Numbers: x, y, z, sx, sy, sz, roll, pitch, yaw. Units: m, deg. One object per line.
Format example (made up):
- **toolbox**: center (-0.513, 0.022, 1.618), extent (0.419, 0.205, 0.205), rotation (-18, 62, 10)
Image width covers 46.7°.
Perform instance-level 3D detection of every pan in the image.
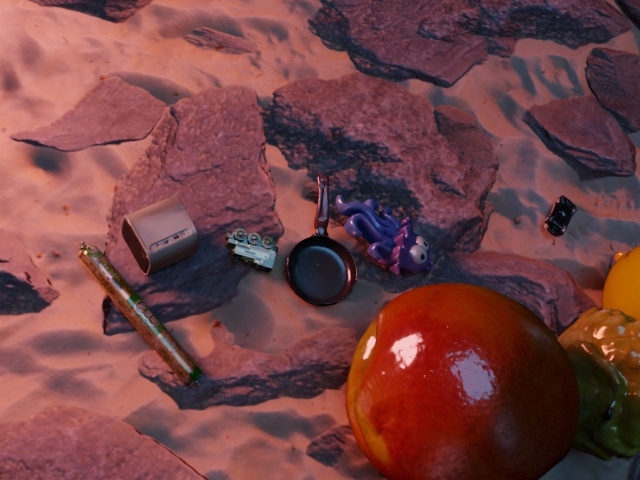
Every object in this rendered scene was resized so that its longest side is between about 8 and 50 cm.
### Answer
- **pan**: center (-0.001, 0.000, 1.173), extent (0.114, 0.040, 0.212), rotation (4, 75, -16)

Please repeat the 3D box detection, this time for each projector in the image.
- **projector**: center (-0.232, -0.007, 1.073), extent (0.082, 0.083, 0.083), rotation (-27, 81, -25)

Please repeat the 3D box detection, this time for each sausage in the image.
- **sausage**: center (-0.257, 0.105, 1.052), extent (0.033, 0.033, 0.269), rotation (-40, 87, -26)

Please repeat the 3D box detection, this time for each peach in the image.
- **peach**: center (0.204, 0.212, 1.034), extent (0.332, 0.308, 0.308), rotation (22, 65, -15)

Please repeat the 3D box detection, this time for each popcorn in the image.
- **popcorn**: center (0.441, 0.223, 1.147), extent (0.266, 0.192, 0.233), rotation (-9, 89, 23)

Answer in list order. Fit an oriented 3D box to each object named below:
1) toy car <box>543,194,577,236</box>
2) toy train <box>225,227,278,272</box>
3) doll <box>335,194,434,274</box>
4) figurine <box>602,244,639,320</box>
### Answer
- **toy car**: center (0.433, -0.042, 1.345), extent (0.041, 0.025, 0.093), rotation (39, 60, -1)
- **toy train**: center (-0.107, 0.015, 1.137), extent (0.083, 0.033, 0.053), rotation (16, 70, -13)
- **doll**: center (0.105, -0.008, 1.194), extent (0.206, 0.067, 0.110), rotation (33, 53, -18)
- **figurine**: center (0.648, 0.079, 1.269), extent (0.343, 0.215, 0.187), rotation (-10, 48, -21)
